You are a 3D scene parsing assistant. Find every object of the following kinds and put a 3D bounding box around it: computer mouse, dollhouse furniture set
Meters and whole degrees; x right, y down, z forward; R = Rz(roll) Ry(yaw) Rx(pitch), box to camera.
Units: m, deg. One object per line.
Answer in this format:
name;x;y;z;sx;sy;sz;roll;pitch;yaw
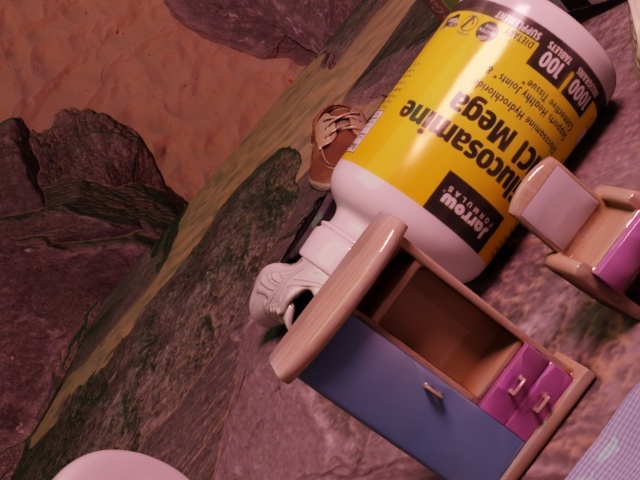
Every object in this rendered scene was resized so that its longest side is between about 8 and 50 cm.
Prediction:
computer mouse;0.000;0.000;1.283;0.188;0.072;0.272;-59;4;-13
dollhouse furniture set;0.140;0.075;0.474;0.286;0.198;0.303;-53;16;-1

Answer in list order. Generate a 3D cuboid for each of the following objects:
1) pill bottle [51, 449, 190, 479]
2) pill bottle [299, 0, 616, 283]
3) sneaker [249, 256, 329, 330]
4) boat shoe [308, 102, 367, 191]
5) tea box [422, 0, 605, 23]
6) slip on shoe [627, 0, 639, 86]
pill bottle;-0.292;0.430;0.868;0.407;0.229;0.229;-47;17;20
pill bottle;0.132;-0.078;0.843;0.334;0.188;0.188;-54;16;-2
sneaker;-0.041;0.087;1.164;0.232;0.090;0.115;-36;26;47
boat shoe;0.031;-0.160;1.358;0.123;0.116;0.324;-8;19;-5
tea box;0.235;-0.467;1.035;0.324;0.329;0.220;0;54;57
slip on shoe;0.342;-0.235;0.773;0.101;0.123;0.331;-8;31;22
